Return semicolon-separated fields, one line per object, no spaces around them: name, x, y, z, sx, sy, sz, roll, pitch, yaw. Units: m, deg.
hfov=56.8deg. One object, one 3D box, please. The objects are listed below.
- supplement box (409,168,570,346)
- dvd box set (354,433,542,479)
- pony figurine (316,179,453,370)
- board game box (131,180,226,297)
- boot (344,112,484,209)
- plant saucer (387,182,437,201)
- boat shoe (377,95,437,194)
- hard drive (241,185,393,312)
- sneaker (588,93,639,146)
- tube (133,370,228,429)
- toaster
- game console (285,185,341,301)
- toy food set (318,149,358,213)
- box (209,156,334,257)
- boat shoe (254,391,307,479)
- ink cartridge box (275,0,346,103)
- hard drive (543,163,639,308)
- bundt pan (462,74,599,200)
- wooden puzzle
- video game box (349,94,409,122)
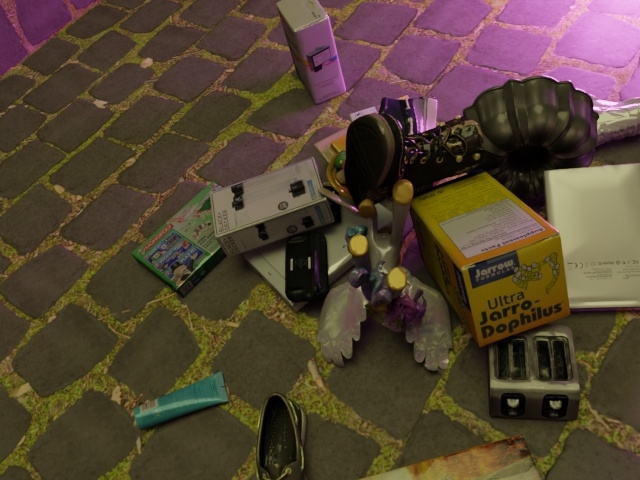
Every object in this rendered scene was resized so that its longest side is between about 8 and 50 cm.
supplement box;0.340;0.021;1.252;0.194;0.195;0.356;-20;27;1
dvd box set;0.211;0.544;1.037;0.420;0.062;0.307;-16;49;3
pony figurine;0.140;0.088;1.277;0.303;0.363;0.351;3;69;9
board game box;-0.340;-0.013;1.646;0.213;0.046;0.317;30;66;33
boot;0.204;-0.190;1.250;0.284;0.377;0.138;-19;74;-7
plant saucer;0.235;-0.174;1.617;0.168;0.029;0.168;-9;50;10
boat shoe;0.216;-0.233;1.535;0.158;0.127;0.340;4;57;6
hard drive;0.000;0.000;1.537;0.353;0.047;0.233;-38;52;-15
sneaker;0.748;-0.292;1.526;0.305;0.114;0.152;13;71;30
tube;-0.315;0.366;1.343;0.207;0.052;0.080;-20;55;-6
toaster;0.418;0.254;1.174;0.168;0.110;0.186;-1;53;15
game console;-0.051;0.002;1.494;0.213;0.044;0.361;-11;50;10
toy food set;0.086;-0.169;1.474;0.128;0.071;0.218;33;40;-9
box;-0.126;-0.084;1.500;0.290;0.087;0.169;-18;49;4
boat shoe;-0.080;0.452;1.171;0.109;0.091;0.305;-14;50;14
ink cartridge box;-0.028;-0.611;1.874;0.117;0.278;0.201;-23;50;-3
hard drive;0.602;-0.007;1.284;0.203;0.040;0.307;-3;79;14
bundt pan;0.480;-0.213;1.379;0.331;0.331;0.124;-3;50;14
wooden puzzle;0.131;-0.240;1.614;0.221;0.044;0.239;-30;62;-15
video game box;0.200;-0.323;1.732;0.187;0.048;0.205;-19;50;4
